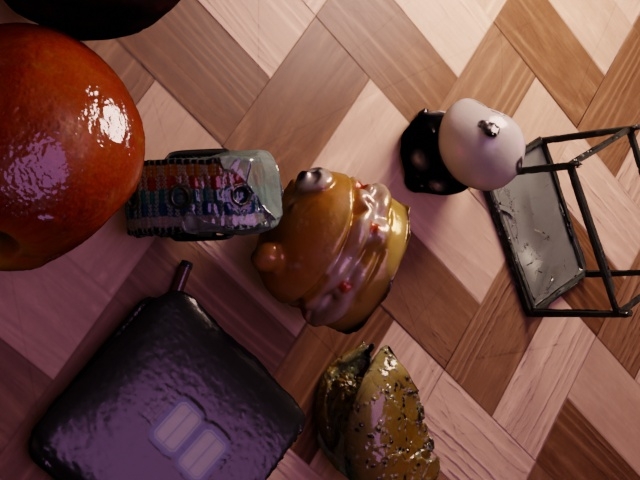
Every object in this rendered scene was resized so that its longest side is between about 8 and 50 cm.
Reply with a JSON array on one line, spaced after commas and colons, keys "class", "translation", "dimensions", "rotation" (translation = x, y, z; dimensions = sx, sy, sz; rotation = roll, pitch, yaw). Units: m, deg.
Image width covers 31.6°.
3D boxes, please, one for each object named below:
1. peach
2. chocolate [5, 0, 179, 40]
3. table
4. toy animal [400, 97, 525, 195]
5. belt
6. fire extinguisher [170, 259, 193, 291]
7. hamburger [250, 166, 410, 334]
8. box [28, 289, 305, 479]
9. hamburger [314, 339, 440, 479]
[{"class": "peach", "translation": [-0.429, -0.137, 1.612], "dimensions": [0.372, 0.373, 0.290], "rotation": [-60, 152, -23]}, {"class": "chocolate", "translation": [-0.333, -0.473, 1.684], "dimensions": [0.384, 0.384, 0.331], "rotation": [-24, 114, -35]}, {"class": "table", "translation": [0.537, -0.037, 2.337], "dimensions": [0.222, 0.272, 0.335], "rotation": [-30, 105, -35]}, {"class": "toy animal", "translation": [0.284, -0.177, 2.188], "dimensions": [0.187, 0.235, 0.165], "rotation": [40, 59, -29]}, {"class": "belt", "translation": [-0.187, -0.073, 1.820], "dimensions": [0.258, 0.207, 0.150], "rotation": [-3, 91, 5]}, {"class": "fire extinguisher", "translation": [-0.240, 0.074, 1.907], "dimensions": [0.028, 0.022, 0.083], "rotation": [18, 74, 4]}, {"class": "hamburger", "translation": [0.000, 0.000, 1.956], "dimensions": [0.237, 0.276, 0.276], "rotation": [27, 71, -19]}, {"class": "box", "translation": [-0.238, 0.303, 1.819], "dimensions": [0.350, 0.091, 0.359], "rotation": [44, 63, -10]}, {"class": "hamburger", "translation": [0.090, 0.342, 2.046], "dimensions": [0.192, 0.168, 0.288], "rotation": [-25, 103, -37]}]
